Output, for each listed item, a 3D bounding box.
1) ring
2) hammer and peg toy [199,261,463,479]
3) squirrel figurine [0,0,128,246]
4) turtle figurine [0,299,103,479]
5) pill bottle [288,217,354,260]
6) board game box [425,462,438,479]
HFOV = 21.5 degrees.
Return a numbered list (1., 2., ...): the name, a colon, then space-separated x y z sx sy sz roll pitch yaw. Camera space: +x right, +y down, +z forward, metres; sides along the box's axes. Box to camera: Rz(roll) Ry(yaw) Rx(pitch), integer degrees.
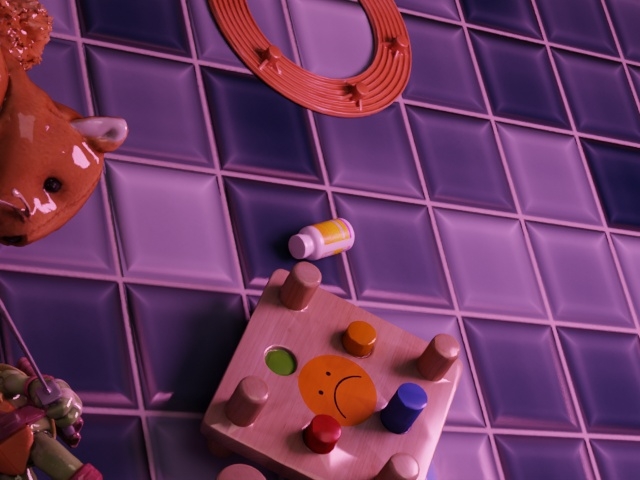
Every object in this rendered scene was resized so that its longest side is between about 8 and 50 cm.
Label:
1. ring: -0.008 -0.318 2.326 0.336 0.032 0.337 21 49 -26
2. hammer and peg toy: 0.007 0.215 1.867 0.266 0.127 0.361 26 47 -3
3. squirrel figurine: -0.381 -0.191 1.783 0.370 0.281 0.397 30 49 -27
4. turtle figurine: -0.306 0.218 1.607 0.198 0.274 0.266 -38 92 -12
5. pill bottle: 0.000 0.000 2.101 0.083 0.043 0.043 -15 71 -44
6. board game box: 0.055 0.277 1.960 0.168 0.033 0.133 34 46 -4
